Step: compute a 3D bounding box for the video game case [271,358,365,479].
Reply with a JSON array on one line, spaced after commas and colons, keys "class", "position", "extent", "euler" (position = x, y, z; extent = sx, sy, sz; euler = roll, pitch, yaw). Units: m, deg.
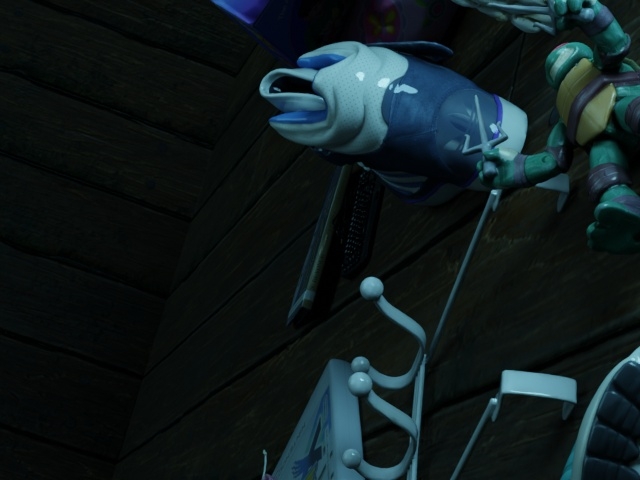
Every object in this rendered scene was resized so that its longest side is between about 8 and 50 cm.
[{"class": "video game case", "position": [-0.028, 0.332, 1.512], "extent": [0.329, 0.036, 0.300], "euler": [-94, 26, -61]}]

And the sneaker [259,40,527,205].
[{"class": "sneaker", "position": [0.048, -0.128, 1.421], "extent": [0.323, 0.236, 0.130], "euler": [-170, 99, -77]}]

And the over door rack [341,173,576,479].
[{"class": "over door rack", "position": [0.090, 0.109, 1.183], "extent": [0.324, 0.108, 0.240], "euler": [122, 162, -45]}]

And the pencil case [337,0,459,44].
[{"class": "pencil case", "position": [0.107, -0.286, 1.705], "extent": [0.124, 0.124, 0.284], "euler": [-102, 33, -68]}]

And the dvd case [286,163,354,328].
[{"class": "dvd case", "position": [0.000, 0.000, 1.897], "extent": [0.164, 0.018, 0.221], "euler": [125, 161, -75]}]

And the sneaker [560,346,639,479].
[{"class": "sneaker", "position": [0.168, 0.180, 0.824], "extent": [0.275, 0.107, 0.110], "euler": [-64, -6, 6]}]

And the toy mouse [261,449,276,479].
[{"class": "toy mouse", "position": [-0.062, 0.297, 1.555], "extent": [0.161, 0.031, 0.143], "euler": [125, 161, -51]}]

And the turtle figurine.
[{"class": "turtle figurine", "position": [0.193, -0.098, 1.040], "extent": [0.234, 0.118, 0.175], "euler": [-117, 31, -53]}]

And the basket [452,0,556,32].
[{"class": "basket", "position": [0.138, -0.423, 1.294], "extent": [0.266, 0.328, 0.331], "euler": [123, 162, -53]}]

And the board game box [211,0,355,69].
[{"class": "board game box", "position": [0.039, -0.373, 1.724], "extent": [0.347, 0.078, 0.233], "euler": [-55, -28, 0]}]

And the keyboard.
[{"class": "keyboard", "position": [0.043, -0.040, 1.778], "extent": [0.100, 0.038, 0.192], "euler": [128, 159, -56]}]
